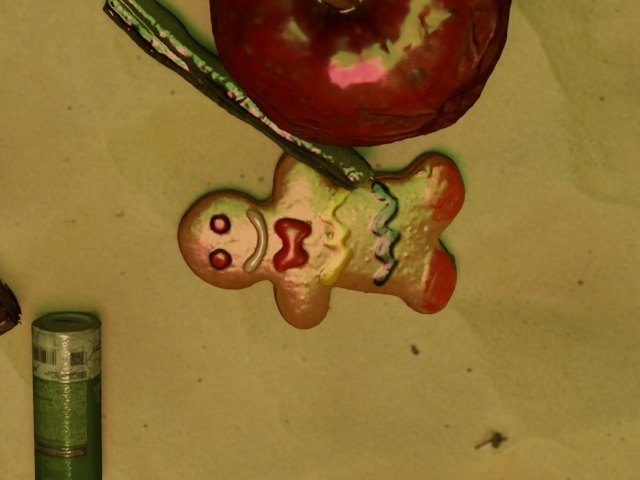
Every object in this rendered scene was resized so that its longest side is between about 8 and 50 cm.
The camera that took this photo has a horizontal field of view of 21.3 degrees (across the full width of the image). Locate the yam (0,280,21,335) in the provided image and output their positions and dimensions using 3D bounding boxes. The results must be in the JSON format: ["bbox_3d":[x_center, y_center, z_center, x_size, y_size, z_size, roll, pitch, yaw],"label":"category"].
[{"bbox_3d":[-0.334,0.072,1.458,0.141,0.079,0.079,-29,106,5],"label":"yam"}]

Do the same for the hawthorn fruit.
[{"bbox_3d":[0.034,-0.187,1.321,0.258,0.262,0.258,-6,107,-19],"label":"hawthorn fruit"}]

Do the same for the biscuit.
[{"bbox_3d":[0.000,0.000,1.482,0.250,0.036,0.165,1,104,-4],"label":"biscuit"}]

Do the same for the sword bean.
[{"bbox_3d":[-0.067,-0.126,1.430,0.269,0.038,0.043,36,144,-6],"label":"sword bean"}]

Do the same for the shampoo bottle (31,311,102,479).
[{"bbox_3d":[-0.220,0.169,1.498,0.065,0.065,0.204,0,106,-4],"label":"shampoo bottle"}]
